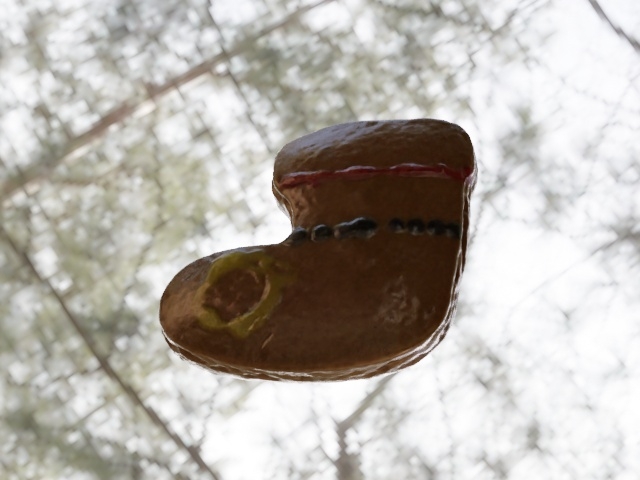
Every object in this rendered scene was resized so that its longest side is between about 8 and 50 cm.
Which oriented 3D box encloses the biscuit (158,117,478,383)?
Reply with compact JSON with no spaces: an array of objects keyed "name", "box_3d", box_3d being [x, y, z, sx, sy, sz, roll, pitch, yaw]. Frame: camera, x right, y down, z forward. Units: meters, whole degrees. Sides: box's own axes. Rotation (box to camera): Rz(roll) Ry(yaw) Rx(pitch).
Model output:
[{"name":"biscuit","box_3d":[0.000,-0.001,1.521,0.262,0.277,0.052,4,-34,16]}]
